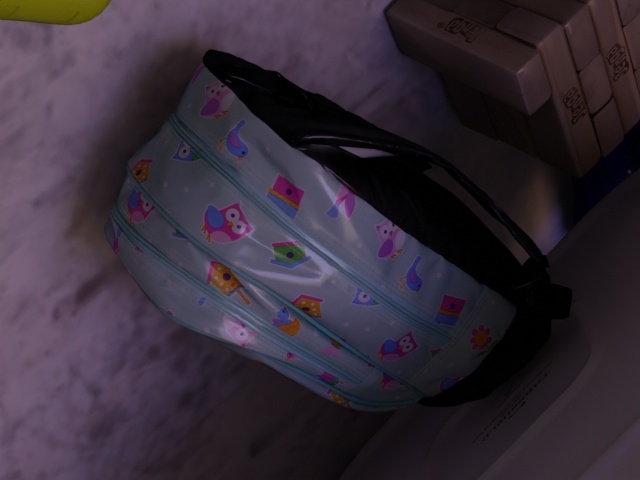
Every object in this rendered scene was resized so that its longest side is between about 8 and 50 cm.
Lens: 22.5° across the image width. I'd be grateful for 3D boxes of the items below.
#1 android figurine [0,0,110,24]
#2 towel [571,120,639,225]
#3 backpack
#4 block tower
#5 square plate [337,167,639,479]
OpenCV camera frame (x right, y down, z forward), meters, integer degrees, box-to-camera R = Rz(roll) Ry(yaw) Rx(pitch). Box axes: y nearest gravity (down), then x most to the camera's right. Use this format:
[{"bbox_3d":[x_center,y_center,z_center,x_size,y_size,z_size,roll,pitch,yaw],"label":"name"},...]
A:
[{"bbox_3d":[-0.090,-0.196,0.554,0.273,0.056,0.248,0,113,-43],"label":"android figurine"},{"bbox_3d":[0.252,-0.018,0.982,0.228,0.076,0.308,-35,134,-24],"label":"towel"},{"bbox_3d":[0.000,0.000,0.697,0.182,0.152,0.115,30,94,-43],"label":"backpack"},{"bbox_3d":[0.186,-0.174,0.813,0.335,0.091,0.097,-43,136,-17],"label":"block tower"},{"bbox_3d":[0.096,0.088,0.708,0.049,0.344,0.347,41,100,-8],"label":"square plate"}]
